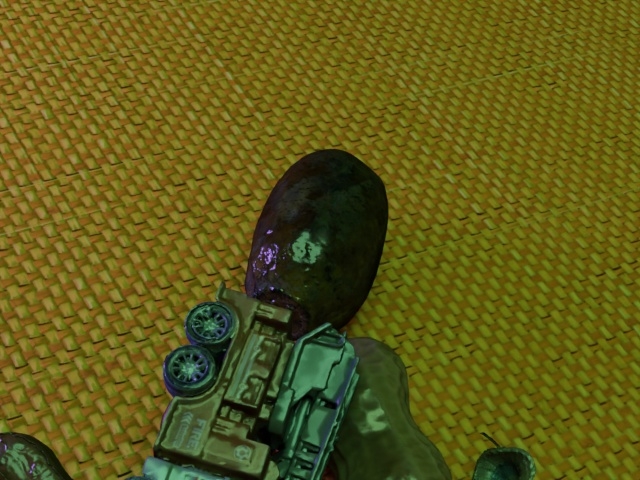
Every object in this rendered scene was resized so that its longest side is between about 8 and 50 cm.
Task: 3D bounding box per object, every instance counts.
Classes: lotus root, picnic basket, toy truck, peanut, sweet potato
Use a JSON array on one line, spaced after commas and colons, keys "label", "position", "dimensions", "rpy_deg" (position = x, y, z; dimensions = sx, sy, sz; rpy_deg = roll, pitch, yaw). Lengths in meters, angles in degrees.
[{"label": "lotus root", "position": [0.000, 0.000, 1.447], "dimensions": [0.160, 0.152, 0.275], "rpy_deg": [25, 46, -4]}, {"label": "picnic basket", "position": [0.196, 0.257, 1.308], "dimensions": [0.083, 0.083, 0.065], "rpy_deg": [44, 50, -35]}, {"label": "toy truck", "position": [-0.085, 0.224, 1.177], "dimensions": [0.184, 0.133, 0.338], "rpy_deg": [14, 57, 8]}, {"label": "peanut", "position": [0.064, 0.222, 1.275], "dimensions": [0.136, 0.120, 0.298], "rpy_deg": [18, 38, -33]}, {"label": "sweet potato", "position": [-0.259, 0.277, 1.171], "dimensions": [0.081, 0.062, 0.233], "rpy_deg": [-31, 64, -21]}]
